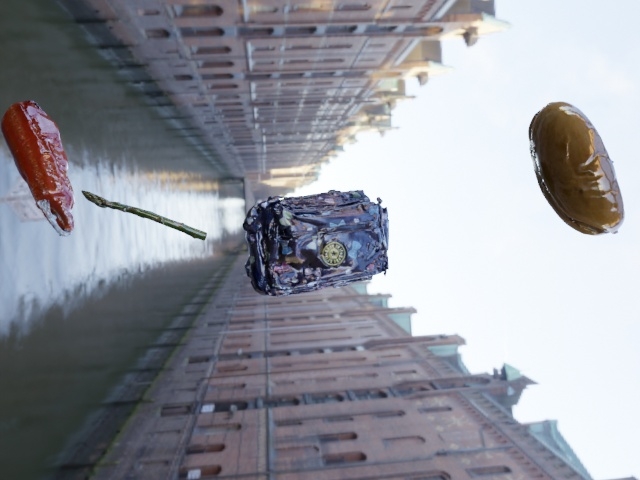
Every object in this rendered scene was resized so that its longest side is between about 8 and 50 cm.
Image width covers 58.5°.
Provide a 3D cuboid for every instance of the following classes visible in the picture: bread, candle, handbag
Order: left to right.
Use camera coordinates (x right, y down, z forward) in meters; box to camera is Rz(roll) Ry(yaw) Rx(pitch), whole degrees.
[{"bbox_3d":[-0.275,-0.074,0.569,0.162,0.053,0.048,60,-22,19],"label":"candle"},{"bbox_3d":[0.000,0.000,0.934,0.113,0.260,0.162,-178,-98,-67],"label":"handbag"},{"bbox_3d":[0.316,-0.089,0.728,0.114,0.077,0.190,115,-41,-70],"label":"bread"}]

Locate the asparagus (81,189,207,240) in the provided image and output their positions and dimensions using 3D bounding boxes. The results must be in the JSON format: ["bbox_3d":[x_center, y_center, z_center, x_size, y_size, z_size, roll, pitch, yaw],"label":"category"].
[{"bbox_3d":[-0.223,-0.031,0.726,0.016,0.162,0.016,-21,-128,67],"label":"asparagus"}]
